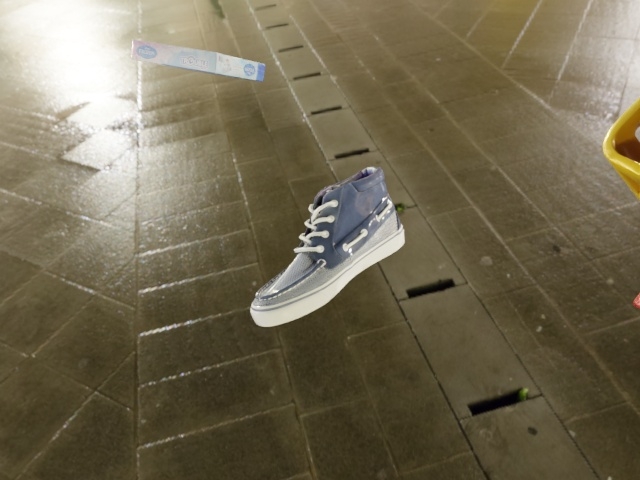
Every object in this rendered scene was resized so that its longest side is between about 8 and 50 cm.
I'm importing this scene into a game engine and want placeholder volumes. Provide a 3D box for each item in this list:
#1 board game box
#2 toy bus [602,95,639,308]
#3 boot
[{"bbox_3d":[-0.114,-0.171,0.496,0.090,0.020,0.090,15,16,18],"label":"board game box"},{"bbox_3d":[0.304,-0.041,0.395,0.191,0.202,0.104,-12,34,-14],"label":"toy bus"},{"bbox_3d":[0.000,0.000,0.498,0.190,0.086,0.069,-33,21,-34],"label":"boot"}]
